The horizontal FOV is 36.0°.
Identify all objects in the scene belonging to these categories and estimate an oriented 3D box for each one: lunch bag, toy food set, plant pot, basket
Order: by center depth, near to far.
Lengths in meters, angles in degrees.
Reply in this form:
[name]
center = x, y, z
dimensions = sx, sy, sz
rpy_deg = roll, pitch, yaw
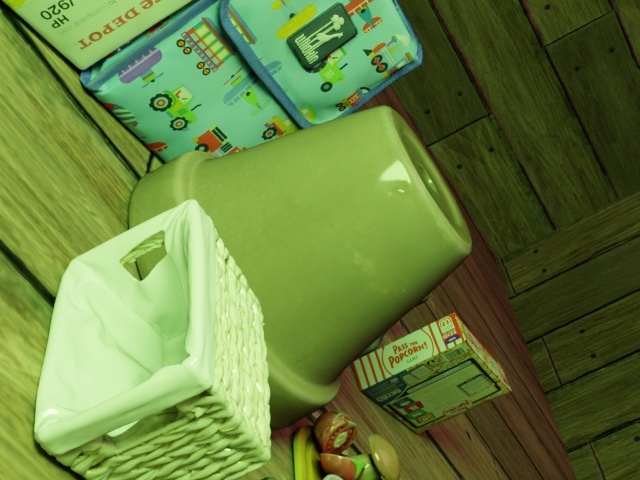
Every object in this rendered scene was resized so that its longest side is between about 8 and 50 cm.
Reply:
[basket]
center = -0.099, 0.075, 0.628
dimensions = 0.103, 0.113, 0.167
rpy_deg = 55, 15, -35
[plant pot]
center = 0.000, 0.000, 0.869
dimensions = 0.263, 0.229, 0.263
rpy_deg = 53, 15, -22
[toy food set]
center = 0.034, 0.223, 0.918
dimensions = 0.128, 0.071, 0.217
rpy_deg = 54, 15, -32
[lunch bag]
center = -0.050, -0.195, 0.950
dimensions = 0.221, 0.293, 0.138
rpy_deg = 46, 20, -48

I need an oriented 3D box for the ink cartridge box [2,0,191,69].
[ink cartridge box]
center = -0.213, -0.297, 0.808
dimensions = 0.233, 0.171, 0.168
rpy_deg = 44, 22, -51

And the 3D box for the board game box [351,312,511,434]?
[board game box]
center = 0.147, 0.178, 1.273
dimensions = 0.193, 0.147, 0.045
rpy_deg = 46, 21, -52

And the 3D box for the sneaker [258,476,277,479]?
[sneaker]
center = -0.034, 0.241, 0.595
dimensions = 0.130, 0.087, 0.227
rpy_deg = 55, 8, -2

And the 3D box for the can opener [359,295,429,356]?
[can opener]
center = 0.082, 0.087, 1.348
dimensions = 0.074, 0.093, 0.280
rpy_deg = 63, 18, -1
